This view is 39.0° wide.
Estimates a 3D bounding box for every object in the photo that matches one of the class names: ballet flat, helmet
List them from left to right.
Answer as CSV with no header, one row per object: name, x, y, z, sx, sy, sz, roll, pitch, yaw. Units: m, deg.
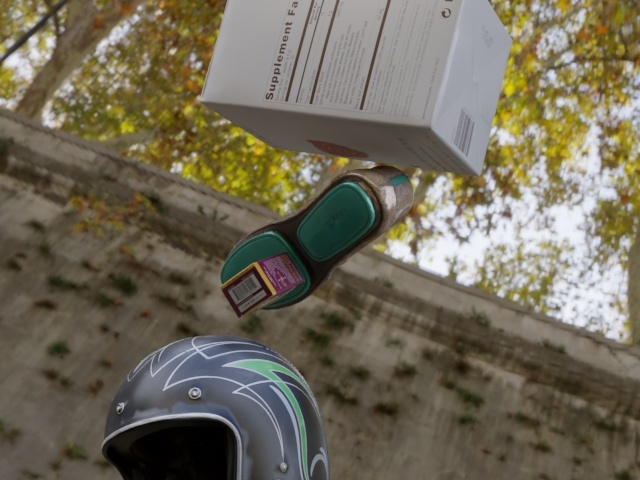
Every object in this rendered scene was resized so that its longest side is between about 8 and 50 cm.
helmet,-0.080,0.152,0.703,0.169,0.169,0.161,-32,-99,43
ballet flat,0.000,0.000,1.086,0.316,0.106,0.107,-28,-89,47

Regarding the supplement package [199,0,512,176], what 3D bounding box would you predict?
supplement package,0.043,-0.195,1.046,0.293,0.175,0.177,11,-7,29

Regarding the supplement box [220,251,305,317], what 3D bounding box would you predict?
supplement box,-0.064,0.049,1.007,0.055,0.083,0.043,-36,-97,25
